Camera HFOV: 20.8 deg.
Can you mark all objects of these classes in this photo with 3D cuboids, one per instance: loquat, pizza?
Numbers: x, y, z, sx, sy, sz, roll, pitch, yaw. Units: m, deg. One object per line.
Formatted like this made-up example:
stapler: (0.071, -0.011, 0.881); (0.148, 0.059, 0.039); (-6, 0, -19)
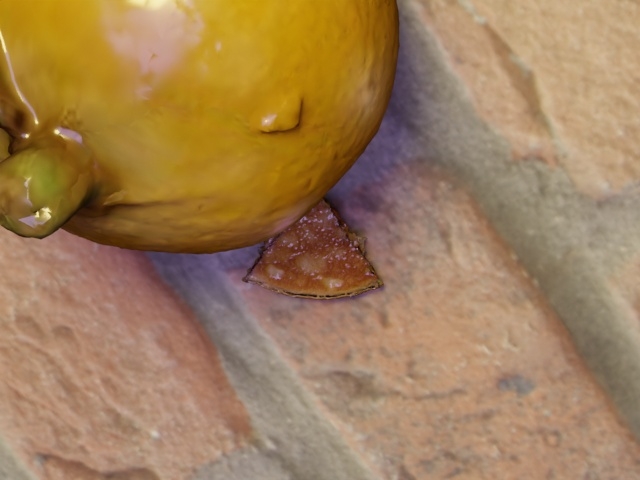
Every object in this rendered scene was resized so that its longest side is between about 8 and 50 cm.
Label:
loquat: (-0.114, -0.130, 1.134); (0.328, 0.359, 0.328); (14, 135, 15)
pizza: (0.004, 0.013, 1.354); (0.099, 0.029, 0.100); (29, 116, -14)
